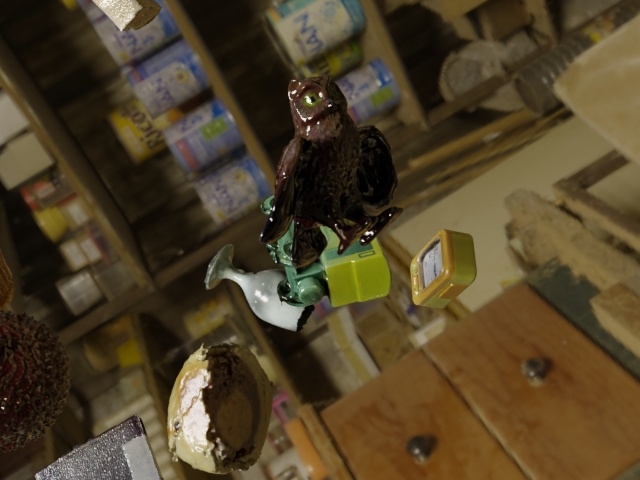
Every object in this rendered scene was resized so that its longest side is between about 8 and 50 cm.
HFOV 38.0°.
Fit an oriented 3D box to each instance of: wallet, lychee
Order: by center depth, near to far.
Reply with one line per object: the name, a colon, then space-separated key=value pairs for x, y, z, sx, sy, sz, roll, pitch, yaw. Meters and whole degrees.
wallet: x=-0.431 y=0.503 z=1.853 sx=0.221 sy=0.262 sz=0.071 roll=62 pitch=-170 yaw=30
lychee: x=-0.706 y=0.312 z=2.090 sx=0.306 sy=0.306 sz=0.330 roll=57 pitch=161 yaw=25

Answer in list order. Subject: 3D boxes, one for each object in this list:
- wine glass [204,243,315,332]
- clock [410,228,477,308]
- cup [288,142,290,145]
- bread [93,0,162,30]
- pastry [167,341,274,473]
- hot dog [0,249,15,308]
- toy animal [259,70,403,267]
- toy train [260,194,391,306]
wine glass: x=-0.131 y=0.109 z=2.092 sx=0.241 sy=0.126 sz=0.126 roll=28 pitch=169 yaw=12
clock: x=0.305 y=0.074 z=2.340 sx=0.202 sy=0.096 sz=0.143 roll=127 pitch=149 yaw=-53
cup: x=-0.019 y=-0.188 z=1.979 sx=0.083 sy=0.075 sz=0.055 roll=9 pitch=114 yaw=31
bread: x=-0.408 y=-0.498 z=1.876 sx=0.152 sy=0.077 sz=0.105 roll=50 pitch=-162 yaw=-6
pastry: x=-0.215 y=0.341 z=1.882 sx=0.236 sy=0.170 sz=0.256 roll=29 pitch=-122 yaw=-61
hot dog: x=-0.668 y=-0.011 z=1.654 sx=0.117 sy=0.158 sz=0.349 roll=-59 pitch=-36 yaw=-53
toy animal: x=-0.006 y=-0.071 z=0.940 sx=0.116 sy=0.218 sz=0.180 roll=-18 pitch=92 yaw=41
toy train: x=0.000 y=0.000 z=2.031 sx=0.369 sy=0.237 sz=0.150 roll=-108 pitch=7 yaw=-54
